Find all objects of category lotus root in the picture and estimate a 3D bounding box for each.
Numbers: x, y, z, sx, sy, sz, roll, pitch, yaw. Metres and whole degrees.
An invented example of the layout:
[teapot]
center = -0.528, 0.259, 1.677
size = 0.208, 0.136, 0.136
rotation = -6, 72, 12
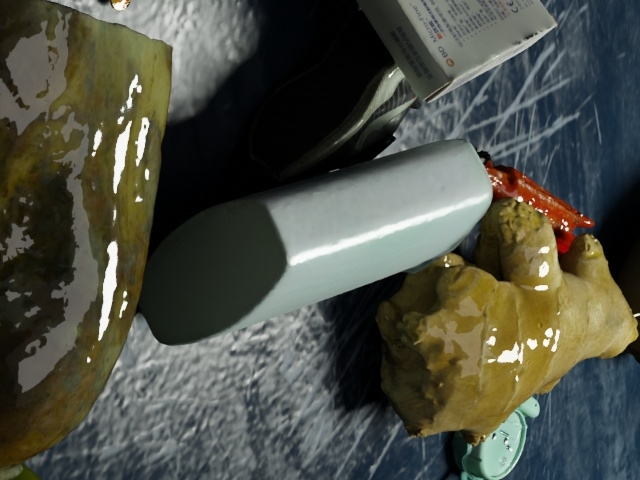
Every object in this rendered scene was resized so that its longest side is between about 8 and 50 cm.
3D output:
[lotus root]
center = -0.239, -0.006, 1.272
size = 0.250, 0.250, 0.346
rotation = 4, 96, -52

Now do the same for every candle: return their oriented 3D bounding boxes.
[candle]
center = 0.222, -0.023, 1.996
size = 0.301, 0.059, 0.084
rotation = 33, 68, -51

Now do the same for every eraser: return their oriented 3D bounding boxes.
[eraser]
center = 0.000, 0.000, 1.628
size = 0.290, 0.189, 0.104
rotation = -18, 83, -47

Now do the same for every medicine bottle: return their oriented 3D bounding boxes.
[medicine bottle]
center = 0.102, -0.241, 1.675
size = 0.171, 0.052, 0.201
rotation = -32, 89, -41

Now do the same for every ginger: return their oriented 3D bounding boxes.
[ginger]
center = 0.196, 0.064, 1.952
size = 0.375, 0.166, 0.236
rotation = -31, 106, -54

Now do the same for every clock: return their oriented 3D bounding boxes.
[clock]
center = 0.186, 0.221, 2.058
size = 0.101, 0.041, 0.135
rotation = 30, 80, -52

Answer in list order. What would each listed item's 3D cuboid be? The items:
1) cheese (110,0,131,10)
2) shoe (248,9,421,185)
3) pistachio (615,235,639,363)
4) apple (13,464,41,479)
[cheese]
center = -0.182, -0.204, 1.447
size = 0.111, 0.017, 0.047
rotation = 9, 100, -53
[shoe]
center = 0.027, -0.111, 1.690
size = 0.227, 0.099, 0.112
rotation = -50, 145, -28
[pistachio]
center = 0.442, 0.035, 2.214
size = 0.213, 0.163, 0.260
rotation = 98, 17, -75
[apple]
center = -0.279, 0.235, 1.362
size = 0.157, 0.196, 0.196
rotation = 25, 84, -35
